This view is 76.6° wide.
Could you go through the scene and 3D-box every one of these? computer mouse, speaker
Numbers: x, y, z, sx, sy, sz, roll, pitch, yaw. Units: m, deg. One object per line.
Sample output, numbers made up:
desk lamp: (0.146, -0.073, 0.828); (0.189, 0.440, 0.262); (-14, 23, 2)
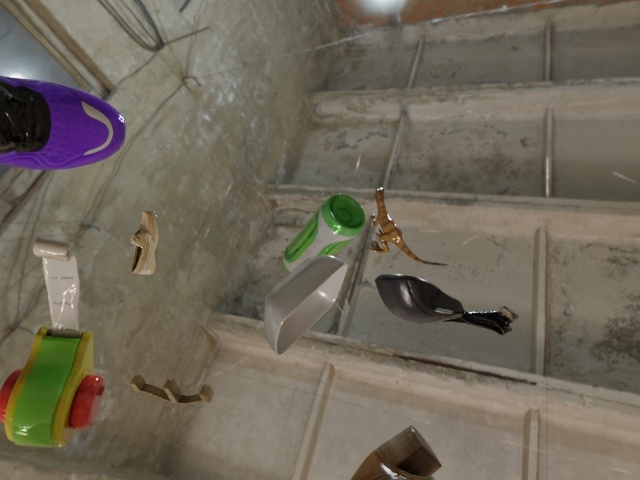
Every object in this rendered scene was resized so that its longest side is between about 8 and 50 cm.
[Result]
computer mouse: (0.216, 0.122, 0.677); (0.184, 0.262, 0.060); (-1, -112, 41)
speaker: (0.000, 0.000, 1.108); (0.296, 0.131, 0.131); (-47, -150, 49)

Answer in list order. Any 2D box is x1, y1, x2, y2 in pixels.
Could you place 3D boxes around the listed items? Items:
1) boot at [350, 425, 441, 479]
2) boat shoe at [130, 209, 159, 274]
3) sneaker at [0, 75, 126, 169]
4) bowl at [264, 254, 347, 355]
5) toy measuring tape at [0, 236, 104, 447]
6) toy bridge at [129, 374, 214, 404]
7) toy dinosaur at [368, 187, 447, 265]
boot: (0.095, 0.412, 0.568); (0.220, 0.109, 0.283); (-42, -166, 0)
boat shoe: (-0.452, 0.006, 1.033); (0.063, 0.059, 0.169); (7, -85, 46)
sneaker: (-0.349, -0.119, 0.397); (0.146, 0.294, 0.102); (30, -66, 55)
bowl: (-0.030, 0.087, 0.585); (0.053, 0.142, 0.142); (38, -122, 18)
toy measuring tape: (-0.337, 0.159, 0.503); (0.122, 0.330, 0.121); (13, -149, -8)
toy bridge: (-0.314, 0.323, 0.864); (0.188, 0.063, 0.026); (2, -140, 15)
toy dinosaur: (0.152, -0.007, 0.841); (0.064, 0.112, 0.211); (-28, -100, -27)
